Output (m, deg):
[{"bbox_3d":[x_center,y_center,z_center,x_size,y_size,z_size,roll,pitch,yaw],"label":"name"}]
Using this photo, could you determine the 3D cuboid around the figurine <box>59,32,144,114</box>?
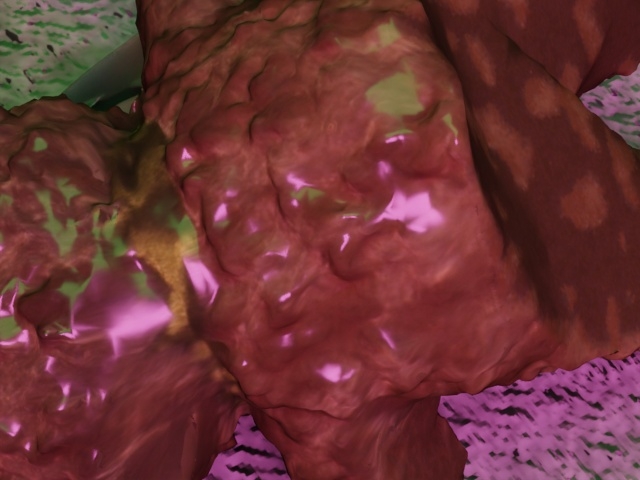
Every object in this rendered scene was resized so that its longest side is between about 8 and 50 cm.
[{"bbox_3d":[-0.025,-0.067,0.746,0.187,0.083,0.083,-40,68,-16],"label":"figurine"}]

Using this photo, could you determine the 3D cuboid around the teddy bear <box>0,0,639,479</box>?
[{"bbox_3d":[0.004,-0.001,0.660,0.296,0.223,0.246,-19,89,-55],"label":"teddy bear"}]
